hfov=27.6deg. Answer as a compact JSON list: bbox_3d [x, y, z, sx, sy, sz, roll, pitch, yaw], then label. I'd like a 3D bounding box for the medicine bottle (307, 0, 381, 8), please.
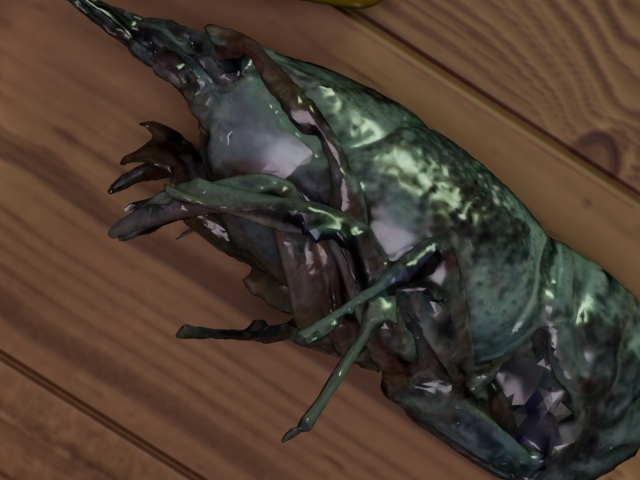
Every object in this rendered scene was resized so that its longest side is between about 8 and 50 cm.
[{"bbox_3d":[-0.085,-0.176,0.622,0.261,0.064,0.094,10,98,2],"label":"medicine bottle"}]

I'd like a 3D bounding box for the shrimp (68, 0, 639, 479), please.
[{"bbox_3d":[0.002,0.001,0.588,0.372,0.172,0.137,28,104,-8],"label":"shrimp"}]
